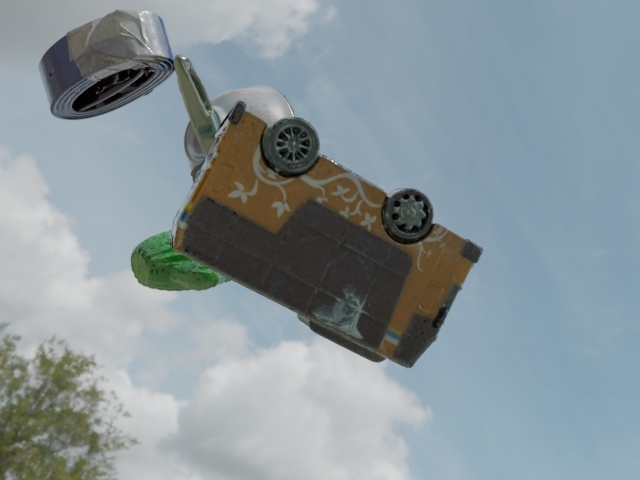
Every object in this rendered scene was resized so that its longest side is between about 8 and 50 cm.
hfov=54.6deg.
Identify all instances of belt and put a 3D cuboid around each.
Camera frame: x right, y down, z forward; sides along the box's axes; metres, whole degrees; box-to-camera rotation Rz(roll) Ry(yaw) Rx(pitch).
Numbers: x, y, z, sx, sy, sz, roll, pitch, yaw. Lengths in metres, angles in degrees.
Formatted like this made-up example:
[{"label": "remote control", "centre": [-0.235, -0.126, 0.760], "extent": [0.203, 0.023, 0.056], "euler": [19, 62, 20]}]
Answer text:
[{"label": "belt", "centre": [-0.488, -0.389, 1.400], "extent": [0.347, 0.212, 0.117], "euler": [-19, -96, 30]}]

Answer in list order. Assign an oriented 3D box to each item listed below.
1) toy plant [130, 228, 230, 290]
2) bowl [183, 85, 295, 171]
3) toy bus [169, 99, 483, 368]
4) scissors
[{"label": "toy plant", "centre": [-0.161, 0.014, 0.900], "extent": [0.155, 0.240, 0.088], "euler": [12, -68, 22]}, {"label": "bowl", "centre": [-0.235, -0.242, 1.545], "extent": [0.346, 0.345, 0.157], "euler": [-17, -17, 37]}, {"label": "toy bus", "centre": [0.000, 0.000, 0.719], "extent": [0.324, 0.194, 0.162], "euler": [29, -6, -14]}, {"label": "scissors", "centre": [-0.197, -0.192, 1.105], "extent": [0.138, 0.041, 0.289], "euler": [-12, -58, 12]}]
